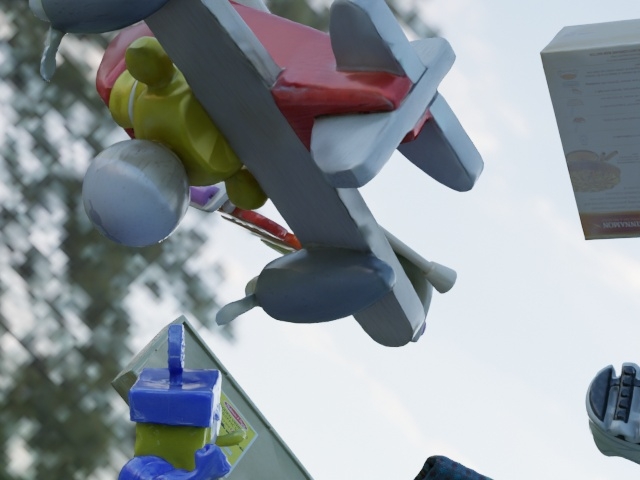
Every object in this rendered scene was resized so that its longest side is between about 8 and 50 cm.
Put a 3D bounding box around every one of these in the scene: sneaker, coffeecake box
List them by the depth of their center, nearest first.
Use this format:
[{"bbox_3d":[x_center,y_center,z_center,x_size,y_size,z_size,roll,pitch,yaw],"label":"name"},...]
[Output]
[{"bbox_3d":[0.288,-0.098,1.673,0.142,0.068,0.186,-3,-65,31],"label":"coffeecake box"},{"bbox_3d":[0.433,0.220,2.084,0.292,0.110,0.118,15,-36,14],"label":"sneaker"}]

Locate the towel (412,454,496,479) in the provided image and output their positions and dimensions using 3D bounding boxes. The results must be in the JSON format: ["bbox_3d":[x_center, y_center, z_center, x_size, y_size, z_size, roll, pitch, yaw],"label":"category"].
[{"bbox_3d":[0.190,0.370,1.849,0.370,0.271,0.040,29,26,-18],"label":"towel"}]

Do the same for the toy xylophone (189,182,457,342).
[{"bbox_3d":[0.000,0.000,1.972,0.322,0.081,0.236,32,-5,-23],"label":"toy xylophone"}]

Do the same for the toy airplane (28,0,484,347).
[{"bbox_3d":[-0.064,-0.089,1.507,0.386,0.272,0.384,45,-14,13],"label":"toy airplane"}]

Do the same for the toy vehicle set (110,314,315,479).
[{"bbox_3d":[-0.122,0.229,2.245,0.267,0.035,0.166,52,27,-5],"label":"toy vehicle set"}]

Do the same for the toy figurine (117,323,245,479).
[{"bbox_3d":[-0.146,0.169,1.431,0.191,0.217,0.362,10,5,1],"label":"toy figurine"}]
